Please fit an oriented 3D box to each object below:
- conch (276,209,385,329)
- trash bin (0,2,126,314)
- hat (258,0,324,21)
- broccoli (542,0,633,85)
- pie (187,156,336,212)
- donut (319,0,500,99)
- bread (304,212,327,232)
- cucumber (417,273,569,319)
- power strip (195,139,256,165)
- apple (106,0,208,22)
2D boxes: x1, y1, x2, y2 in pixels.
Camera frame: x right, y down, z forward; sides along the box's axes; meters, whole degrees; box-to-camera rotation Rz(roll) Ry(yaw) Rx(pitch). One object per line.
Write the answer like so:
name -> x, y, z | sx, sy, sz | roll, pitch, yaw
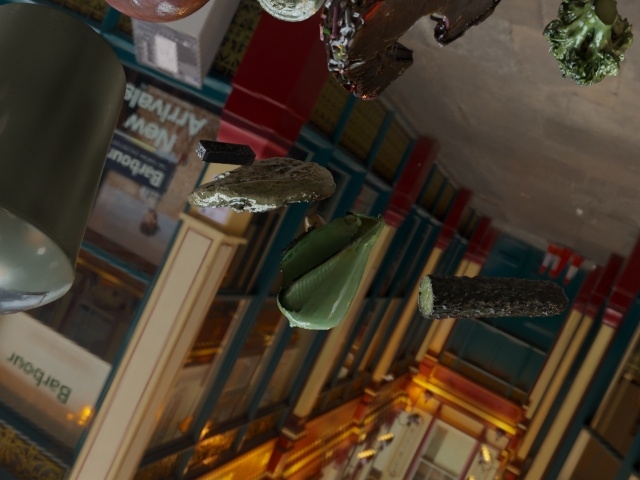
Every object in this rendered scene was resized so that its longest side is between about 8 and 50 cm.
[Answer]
conch -> 0.004, 0.048, 1.315 | 0.137, 0.250, 0.143 | 11, -170, -37
trash bin -> -0.450, -0.106, 1.018 | 0.280, 0.432, 0.280 | 4, 145, 3
hat -> -0.108, -0.753, 2.089 | 0.252, 0.252, 0.110 | 26, -144, 3
broccoli -> 0.745, -0.576, 1.922 | 0.245, 0.248, 0.288 | 127, 122, -83
pie -> -0.119, -0.124, 1.551 | 0.338, 0.075, 0.337 | -6, -164, 2
donut -> 0.134, -0.404, 1.238 | 0.259, 0.345, 0.136 | 16, -139, -55
bread -> -0.002, -0.006, 1.448 | 0.136, 0.054, 0.154 | 71, 179, -45
cucumber -> 0.384, 0.124, 1.511 | 0.360, 0.096, 0.096 | 3, -170, -17
power strip -> -0.170, -0.157, 1.287 | 0.111, 0.029, 0.038 | 1, -139, -40
apple -> -0.311, -0.601, 1.383 | 0.345, 0.269, 0.344 | 30, 150, 20
